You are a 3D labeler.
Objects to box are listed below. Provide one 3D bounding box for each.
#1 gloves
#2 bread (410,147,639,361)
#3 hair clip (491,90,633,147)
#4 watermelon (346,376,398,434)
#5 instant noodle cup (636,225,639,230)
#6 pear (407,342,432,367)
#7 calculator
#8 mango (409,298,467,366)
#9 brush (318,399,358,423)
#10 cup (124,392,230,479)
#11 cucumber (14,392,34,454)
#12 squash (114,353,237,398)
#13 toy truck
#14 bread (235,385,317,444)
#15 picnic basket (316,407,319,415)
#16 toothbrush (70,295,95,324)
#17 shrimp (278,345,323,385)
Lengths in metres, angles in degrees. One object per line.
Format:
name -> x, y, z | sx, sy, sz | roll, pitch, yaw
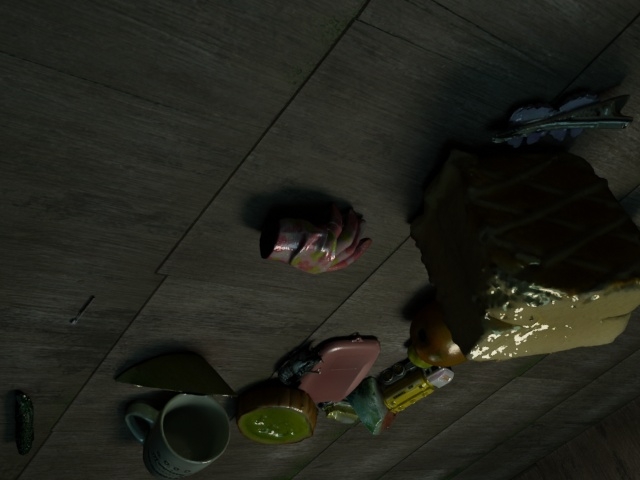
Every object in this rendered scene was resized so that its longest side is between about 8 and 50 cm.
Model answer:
gloves -> 0.003, 0.008, 1.453 | 0.241, 0.126, 0.145 | 8, 131, -25
bread -> 0.421, 0.019, 1.472 | 0.389, 0.371, 0.279 | -2, 145, -21
hair clip -> 0.467, -0.230, 1.420 | 0.292, 0.085, 0.106 | -11, 149, -7
watermelon -> 0.187, 0.507, 2.221 | 0.094, 0.154, 0.241 | -34, 156, 17
instant noodle cup -> 0.722, 0.081, 1.866 | 0.243, 0.244, 0.255 | -7, 134, -20
pear -> 0.294, 0.317, 2.043 | 0.092, 0.092, 0.097 | -34, 125, 17
calculator -> 0.037, 0.365, 2.007 | 0.220, 0.048, 0.330 | 3, 137, -28
mango -> 0.382, 0.214, 1.887 | 0.317, 0.173, 0.211 | -19, 146, -15
brush -> 0.107, 0.548, 2.276 | 0.068, 0.060, 0.296 | -42, 140, 22
cup -> -0.395, 0.504, 1.881 | 0.258, 0.186, 0.234 | 31, 135, -14
cucumber -> -0.694, 0.428, 1.705 | 0.044, 0.043, 0.257 | -8, 142, -27
squash -> -0.320, 0.351, 1.709 | 0.236, 0.155, 0.204 | 15, 130, -43
toy truck -> 0.282, 0.410, 2.138 | 0.227, 0.114, 0.098 | -35, 143, 18
bread -> -0.120, 0.487, 2.014 | 0.236, 0.070, 0.236 | -1, 137, -1
picnic basket -> -0.045, 0.501, 2.137 | 0.083, 0.065, 0.083 | 3, 117, -38
toothbrush -> -0.479, 0.142, 1.467 | 0.008, 0.006, 0.097 | 19, 128, -38
shrimp -> -0.057, 0.332, 1.885 | 0.076, 0.082, 0.174 | 8, 143, -42
